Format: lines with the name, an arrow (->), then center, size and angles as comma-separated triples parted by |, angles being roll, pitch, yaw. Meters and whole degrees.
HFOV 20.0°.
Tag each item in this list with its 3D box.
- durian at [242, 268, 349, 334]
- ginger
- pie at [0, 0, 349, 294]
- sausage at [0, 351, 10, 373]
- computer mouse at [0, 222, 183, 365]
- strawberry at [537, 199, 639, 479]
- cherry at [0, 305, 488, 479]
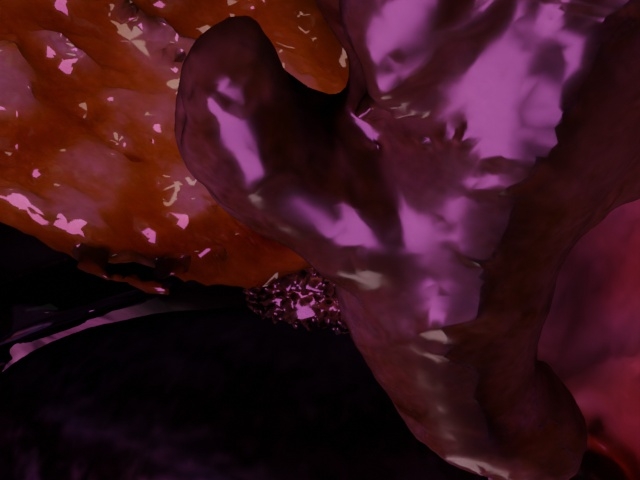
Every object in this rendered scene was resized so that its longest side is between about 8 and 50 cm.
durian -> 0.000, 0.000, 0.736 | 0.091, 0.080, 0.080 | -5, 155, -6
ginger -> 0.060, -0.069, 0.463 | 0.166, 0.080, 0.333 | 14, 130, -19
pie -> -0.091, -0.097, 0.583 | 0.315, 0.092, 0.315 | 15, 152, 8
sausage -> -0.276, 0.024, 0.853 | 0.279, 0.152, 0.152 | 31, 150, -30
computer mouse -> -0.162, 0.007, 0.757 | 0.233, 0.096, 0.137 | -14, 169, -40
strawberry -> 0.152, -0.009, 0.568 | 0.111, 0.190, 0.236 | 2, 142, -33
cherry -> -0.024, 0.134, 0.852 | 0.296, 0.218, 0.255 | 9, -173, 3
